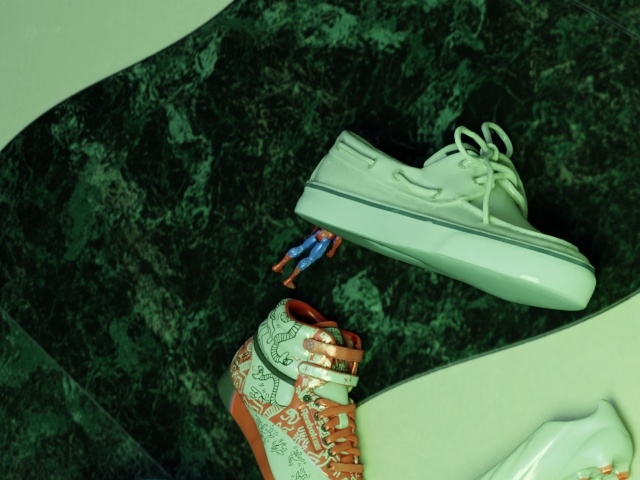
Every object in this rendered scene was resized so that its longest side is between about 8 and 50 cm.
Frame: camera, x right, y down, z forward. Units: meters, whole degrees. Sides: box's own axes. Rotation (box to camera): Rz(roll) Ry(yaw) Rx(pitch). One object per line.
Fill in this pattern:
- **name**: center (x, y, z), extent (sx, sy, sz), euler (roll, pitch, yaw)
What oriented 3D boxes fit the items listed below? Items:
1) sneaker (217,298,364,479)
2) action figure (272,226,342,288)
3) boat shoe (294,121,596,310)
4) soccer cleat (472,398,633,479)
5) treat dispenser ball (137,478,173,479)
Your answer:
- **sneaker**: center (0.001, 0.177, 1.926), extent (0.145, 0.090, 0.270), euler (-55, 48, 21)
- **action figure**: center (0.000, 0.000, 2.012), extent (0.115, 0.030, 0.038), euler (-46, 59, 18)
- **boat shoe**: center (0.136, -0.045, 1.848), extent (0.367, 0.136, 0.156), euler (19, 83, 50)
- **soccer cleat**: center (0.197, 0.211, 1.763), extent (0.196, 0.068, 0.076), euler (-26, 55, 24)
- **treat dispenser ball**: center (-0.165, 0.380, 1.894), extent (0.288, 0.288, 0.288), euler (-11, 73, 40)
